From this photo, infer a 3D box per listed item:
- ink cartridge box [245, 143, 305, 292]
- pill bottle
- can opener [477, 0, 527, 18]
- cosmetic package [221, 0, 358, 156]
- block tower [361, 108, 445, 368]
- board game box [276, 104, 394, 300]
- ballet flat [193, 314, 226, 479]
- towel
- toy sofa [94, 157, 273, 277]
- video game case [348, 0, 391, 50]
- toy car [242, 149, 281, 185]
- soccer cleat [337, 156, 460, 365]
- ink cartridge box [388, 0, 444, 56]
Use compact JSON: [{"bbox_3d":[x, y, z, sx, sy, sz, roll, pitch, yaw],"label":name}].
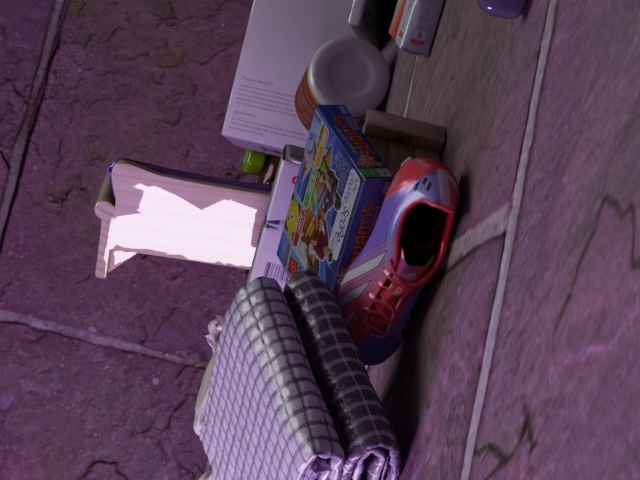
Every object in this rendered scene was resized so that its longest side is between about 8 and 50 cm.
[{"bbox_3d":[0.000,0.000,1.835,0.087,0.153,0.208,-92,18,-72],"label":"ink cartridge box"},{"bbox_3d":[0.026,-0.216,2.204,0.216,0.121,0.121,130,153,-75],"label":"pill bottle"},{"bbox_3d":[0.174,-0.339,1.288,0.076,0.095,0.283,-87,13,-63],"label":"can opener"},{"bbox_3d":[-0.019,-0.318,2.406,0.155,0.197,0.365,34,-109,-83],"label":"cosmetic package"},{"bbox_3d":[0.048,0.018,1.655,0.097,0.091,0.335,-85,11,-51],"label":"block tower"},{"bbox_3d":[0.012,-0.022,1.546,0.136,0.035,0.201,-120,36,-44],"label":"board game box"},{"bbox_3d":[-0.100,0.275,1.876,0.147,0.147,0.409,115,157,-60],"label":"ballet flat"},{"bbox_3d":[-0.020,0.204,1.484,0.283,0.121,0.235,104,151,-44],"label":"towel"},{"bbox_3d":[-0.118,-0.032,1.994,0.150,0.363,0.177,-88,7,-64],"label":"toy sofa"},{"bbox_3d":[0.085,-0.390,2.255,0.190,0.022,0.173,28,-105,-77],"label":"video game case"},{"bbox_3d":[-0.046,-0.088,2.483,0.188,0.155,0.149,180,104,-74],"label":"toy car"},{"bbox_3d":[0.075,0.034,1.454,0.095,0.083,0.248,-96,23,-58],"label":"soccer cleat"},{"bbox_3d":[0.134,-0.332,1.864,0.145,0.045,0.179,-100,22,-73],"label":"ink cartridge box"}]
